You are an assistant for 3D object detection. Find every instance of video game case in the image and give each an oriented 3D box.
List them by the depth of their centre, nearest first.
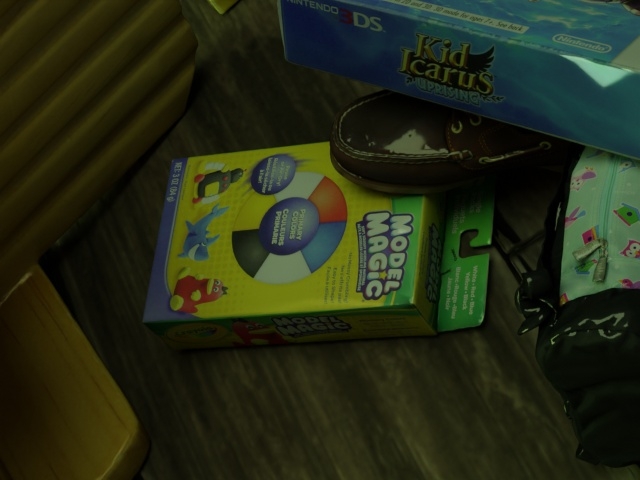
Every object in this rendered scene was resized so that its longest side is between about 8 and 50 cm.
[{"bbox_3d":[0.153,-0.155,0.960,0.269,0.061,0.244,20,41,34],"label":"video game case"}]

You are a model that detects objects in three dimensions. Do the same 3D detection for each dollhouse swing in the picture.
[{"bbox_3d":[-0.170,-0.033,0.965,0.305,0.347,0.315,-34,52,-8],"label":"dollhouse swing"}]

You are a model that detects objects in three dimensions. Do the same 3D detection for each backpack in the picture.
[{"bbox_3d":[0.184,0.018,0.882,0.115,0.152,0.182,0,51,21],"label":"backpack"}]

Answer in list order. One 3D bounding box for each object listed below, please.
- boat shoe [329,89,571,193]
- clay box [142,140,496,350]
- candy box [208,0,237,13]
[{"bbox_3d":[0.106,-0.077,0.967,0.206,0.073,0.073,-6,66,2],"label":"boat shoe"},{"bbox_3d":[0.000,0.000,1.029,0.222,0.053,0.127,-6,60,24],"label":"clay box"},{"bbox_3d":[-0.031,-0.274,1.216,0.206,0.027,0.105,-43,56,0],"label":"candy box"}]
